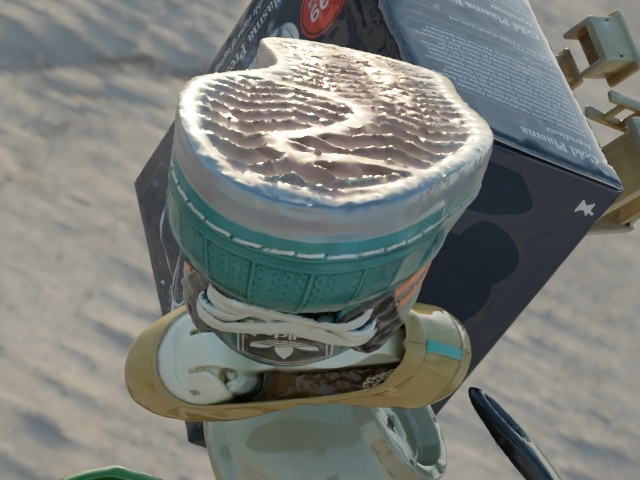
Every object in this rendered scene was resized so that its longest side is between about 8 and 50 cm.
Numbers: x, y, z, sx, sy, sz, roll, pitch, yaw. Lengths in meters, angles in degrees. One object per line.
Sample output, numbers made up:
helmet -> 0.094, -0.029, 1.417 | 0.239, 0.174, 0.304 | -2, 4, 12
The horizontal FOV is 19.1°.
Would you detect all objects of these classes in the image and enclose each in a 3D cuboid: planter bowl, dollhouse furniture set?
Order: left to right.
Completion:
planter bowl -> 0.015, 0.138, 1.263 | 0.162, 0.109, 0.162 | 47, 25, -30
dollhouse furniture set -> 0.228, -0.086, 1.655 | 0.101, 0.182, 0.161 | -3, 68, -43

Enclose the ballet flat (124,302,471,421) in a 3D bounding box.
ballet flat -> -0.029, 0.061, 1.103 | 0.232, 0.080, 0.073 | -7, -14, 27

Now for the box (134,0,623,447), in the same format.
box -> 0.026, -0.044, 1.484 | 0.179, 0.343, 0.312 | 17, 34, -29

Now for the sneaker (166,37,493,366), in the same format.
sneaker -> 0.000, 0.000, 0.706 | 0.108, 0.121, 0.302 | 12, 12, 3

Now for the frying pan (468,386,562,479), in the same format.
frying pan -> 0.197, 0.244, 1.214 | 0.326, 0.053, 0.197 | 42, 14, -4

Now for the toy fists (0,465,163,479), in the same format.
toy fists -> -0.207, 0.231, 1.423 | 0.279, 0.142, 0.096 | 3, 40, 20
